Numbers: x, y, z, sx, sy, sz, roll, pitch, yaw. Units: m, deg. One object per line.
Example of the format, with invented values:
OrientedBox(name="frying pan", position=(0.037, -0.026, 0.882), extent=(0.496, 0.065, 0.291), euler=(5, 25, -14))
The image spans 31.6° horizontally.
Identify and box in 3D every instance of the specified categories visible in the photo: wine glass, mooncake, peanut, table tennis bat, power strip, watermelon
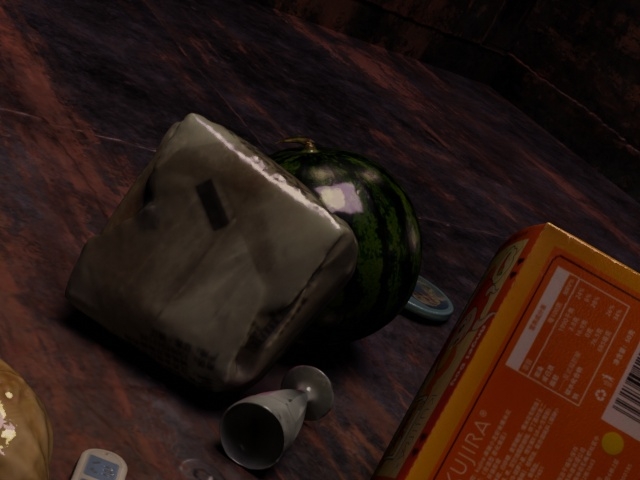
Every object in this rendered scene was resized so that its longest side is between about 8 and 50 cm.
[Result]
OrientedBox(name="wine glass", position=(-0.043, 0.179, 1.178), extent=(0.073, 0.073, 0.155), euler=(32, 18, 11))
OrientedBox(name="mooncake", position=(-0.112, 0.023, 1.220), extent=(0.254, 0.250, 0.136), euler=(36, 3, 11))
OrientedBox(name="peanut", position=(-0.303, 0.122, 0.900), extent=(0.130, 0.130, 0.290), euler=(2, 34, -50))
OrientedBox(name="table tennis bat", position=(0.115, 0.077, 1.679), extent=(0.149, 0.038, 0.237), euler=(37, 19, 21))
OrientedBox(name="power strip", position=(-0.193, 0.228, 0.921), extent=(0.048, 0.030, 0.191), euler=(24, 20, -8))
OrientedBox(name="watermelon", position=(0.000, 0.005, 1.405), extent=(0.269, 0.269, 0.269), euler=(24, 20, -10))

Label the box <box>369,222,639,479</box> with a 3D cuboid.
OrientedBox(name="box", position=(0.199, 0.170, 1.073), extent=(0.214, 0.283, 0.259), euler=(31, -13, 3))
